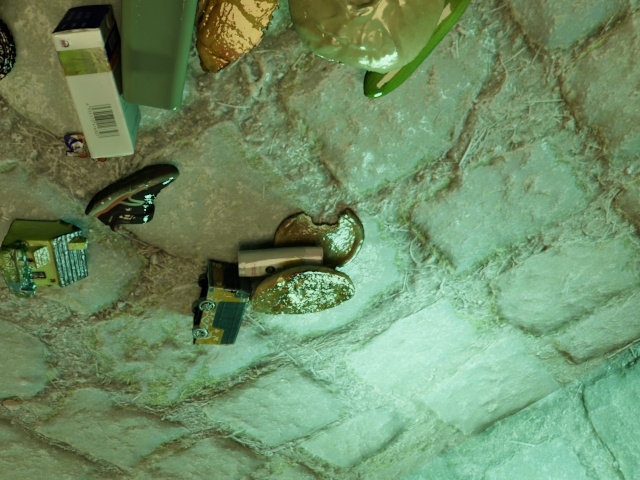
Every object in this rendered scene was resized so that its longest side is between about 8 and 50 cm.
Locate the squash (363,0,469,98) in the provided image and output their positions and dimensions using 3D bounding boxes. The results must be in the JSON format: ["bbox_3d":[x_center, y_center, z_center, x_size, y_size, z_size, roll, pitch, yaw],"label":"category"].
[{"bbox_3d":[0.249,-0.518,1.406,0.107,0.107,0.395,30,114,-29],"label":"squash"}]

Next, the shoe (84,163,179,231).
[{"bbox_3d":[-0.514,-0.110,1.565,0.290,0.114,0.137,-26,122,12],"label":"shoe"}]

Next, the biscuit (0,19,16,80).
[{"bbox_3d":[-0.810,-0.456,1.289,0.194,0.053,0.195,-6,127,-8],"label":"biscuit"}]

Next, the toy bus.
[{"bbox_3d":[-0.328,0.212,1.831,0.167,0.139,0.275,7,126,-18],"label":"toy bus"}]

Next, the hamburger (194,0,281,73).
[{"bbox_3d":[-0.188,-0.539,1.280,0.282,0.155,0.245,-16,124,8],"label":"hamburger"}]

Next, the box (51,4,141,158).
[{"bbox_3d":[-0.515,-0.373,1.313,0.106,0.200,0.300,-7,127,-7],"label":"box"}]

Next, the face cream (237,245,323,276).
[{"bbox_3d":[-0.126,0.066,1.762,0.269,0.073,0.107,-3,137,-8],"label":"face cream"}]

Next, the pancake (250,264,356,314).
[{"bbox_3d":[-0.064,0.175,1.826,0.355,0.065,0.356,-12,151,-7],"label":"pancake"}]

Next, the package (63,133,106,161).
[{"bbox_3d":[-0.628,-0.250,1.493,0.110,0.033,0.077,-1,104,-27],"label":"package"}]

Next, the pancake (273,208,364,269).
[{"bbox_3d":[0.000,0.000,1.798,0.288,0.033,0.286,32,116,-29],"label":"pancake"}]

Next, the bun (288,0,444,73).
[{"bbox_3d":[0.101,-0.551,1.247,0.363,0.202,0.365,1,112,2],"label":"bun"}]

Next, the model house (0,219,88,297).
[{"bbox_3d":[-0.780,0.058,1.611,0.211,0.170,0.194,-1,125,-11],"label":"model house"}]

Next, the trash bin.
[{"bbox_3d":[-0.363,-0.497,1.243,0.158,0.223,0.344,8,127,-16],"label":"trash bin"}]
